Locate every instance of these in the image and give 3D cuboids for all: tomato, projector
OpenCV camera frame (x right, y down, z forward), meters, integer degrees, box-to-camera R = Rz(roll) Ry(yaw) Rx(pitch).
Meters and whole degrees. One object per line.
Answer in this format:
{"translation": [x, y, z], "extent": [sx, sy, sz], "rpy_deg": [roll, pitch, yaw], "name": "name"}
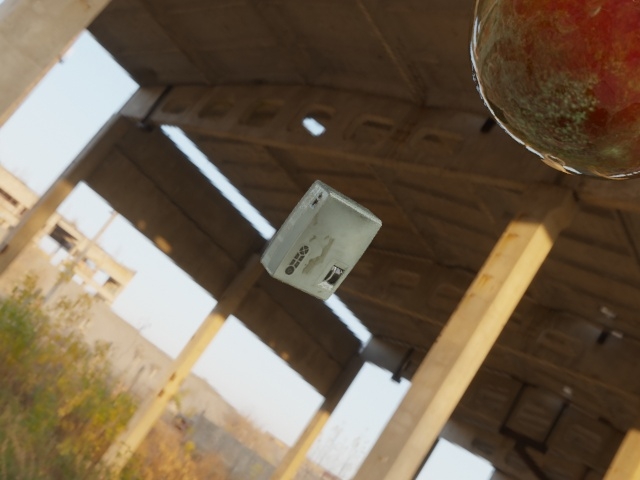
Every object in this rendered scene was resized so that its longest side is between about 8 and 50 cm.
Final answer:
{"translation": [0.257, -0.180, 0.729], "extent": [0.270, 0.270, 0.223], "rpy_deg": [40, -49, -15], "name": "tomato"}
{"translation": [0.000, 0.000, 1.105], "extent": [0.115, 0.147, 0.061], "rpy_deg": [28, 12, -36], "name": "projector"}
